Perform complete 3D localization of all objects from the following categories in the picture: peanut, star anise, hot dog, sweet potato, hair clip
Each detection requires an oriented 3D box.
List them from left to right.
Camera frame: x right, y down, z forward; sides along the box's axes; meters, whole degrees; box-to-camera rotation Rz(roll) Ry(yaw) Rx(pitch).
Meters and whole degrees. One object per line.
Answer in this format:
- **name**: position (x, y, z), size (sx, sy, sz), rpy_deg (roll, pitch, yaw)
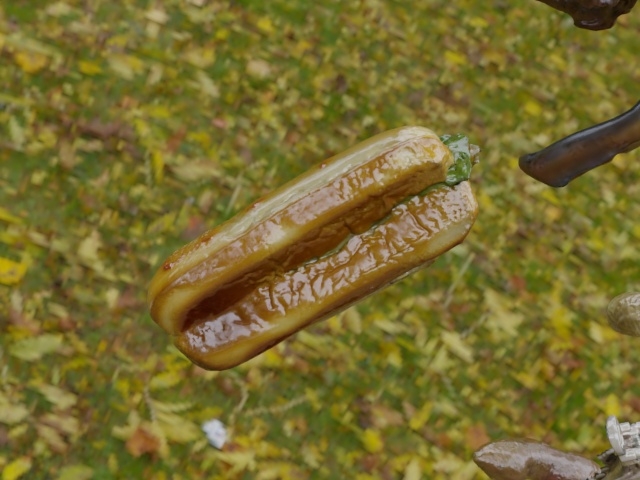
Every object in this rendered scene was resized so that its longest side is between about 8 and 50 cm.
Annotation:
- **hot dog**: position (0.000, 0.000, 0.941), size (0.104, 0.250, 0.076), rpy_deg (55, 8, -23)
- **sweet potato**: position (0.270, 0.271, 1.661), size (0.218, 0.051, 0.065), rpy_deg (13, 37, -27)
- **hair clip**: position (0.263, 0.193, 1.177), size (0.072, 0.226, 0.034), rpy_deg (-7, 64, -1)
- **star anise**: position (0.246, -0.196, 1.036), size (0.148, 0.346, 0.237), rpy_deg (29, -8, 8)
- **peanut**: position (0.356, 0.076, 1.468), size (0.054, 0.113, 0.054), rpy_deg (16, 68, -45)
